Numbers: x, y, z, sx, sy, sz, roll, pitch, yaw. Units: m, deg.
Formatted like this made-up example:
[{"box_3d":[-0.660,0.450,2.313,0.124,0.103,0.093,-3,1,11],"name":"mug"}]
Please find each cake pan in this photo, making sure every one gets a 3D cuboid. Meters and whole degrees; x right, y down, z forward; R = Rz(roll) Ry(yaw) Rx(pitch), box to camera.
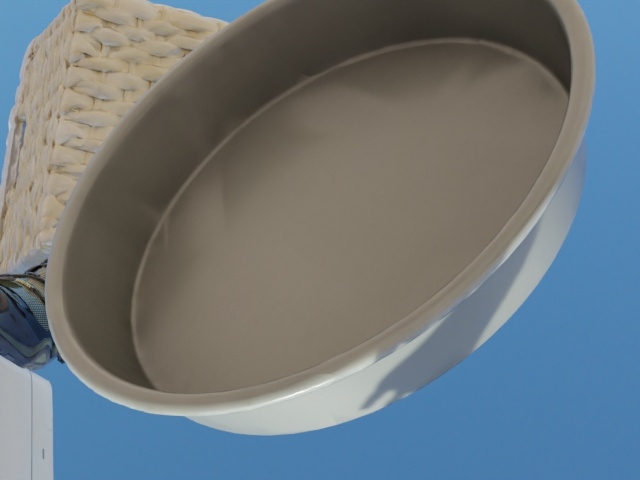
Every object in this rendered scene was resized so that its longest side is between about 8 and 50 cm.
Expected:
[{"box_3d":[0.000,-0.028,0.576,0.293,0.054,0.293,-21,-139,19],"name":"cake pan"}]

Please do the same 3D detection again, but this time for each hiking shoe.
[{"box_3d":[-0.202,0.036,0.906,0.086,0.227,0.114,30,-91,18],"name":"hiking shoe"}]

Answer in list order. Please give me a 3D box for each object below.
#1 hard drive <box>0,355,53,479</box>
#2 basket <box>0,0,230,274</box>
[{"box_3d":[-0.421,0.170,1.218,0.047,0.353,0.233,-34,-138,20],"name":"hard drive"},{"box_3d":[-0.189,-0.087,1.380,0.331,0.266,0.328,12,-105,-21],"name":"basket"}]
